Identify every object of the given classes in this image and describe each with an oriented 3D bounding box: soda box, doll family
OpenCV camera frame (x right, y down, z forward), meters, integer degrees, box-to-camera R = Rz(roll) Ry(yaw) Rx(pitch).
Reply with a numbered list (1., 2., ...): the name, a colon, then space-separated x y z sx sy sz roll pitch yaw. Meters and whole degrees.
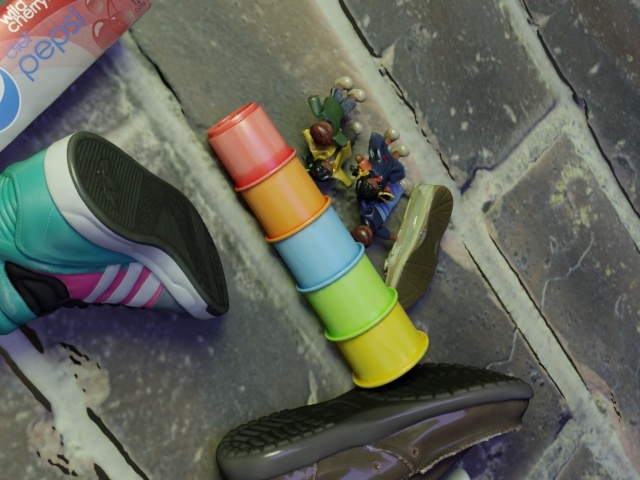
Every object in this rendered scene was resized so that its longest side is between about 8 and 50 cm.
1. soda box: -0.268 -0.140 0.760 0.083 0.092 0.263 48 64 -21
2. doll family: 0.038 -0.076 0.967 0.193 0.076 0.111 44 46 -18

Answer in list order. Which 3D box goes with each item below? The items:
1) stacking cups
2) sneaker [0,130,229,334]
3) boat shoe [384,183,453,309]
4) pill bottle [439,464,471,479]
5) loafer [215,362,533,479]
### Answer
1. stacking cups: 0.000 0.000 0.932 0.096 0.096 0.316 -39 106 -29
2. sneaker: -0.207 0.022 0.780 0.295 0.178 0.124 49 25 -61
3. boat shoe: 0.104 0.006 1.032 0.056 0.048 0.153 26 80 -42
4. pill bottle: 0.147 0.352 0.999 0.108 0.108 0.180 -32 105 -30
5. loafer: 0.067 0.223 0.952 0.365 0.134 0.130 -11 98 -23
